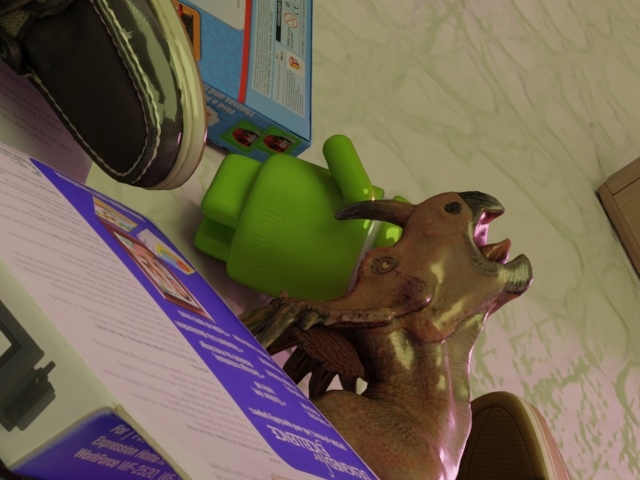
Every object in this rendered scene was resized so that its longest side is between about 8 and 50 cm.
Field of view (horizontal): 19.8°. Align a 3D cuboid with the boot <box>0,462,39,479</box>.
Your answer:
[{"bbox_3d":[-0.177,0.018,0.637,0.208,0.076,0.190,27,87,-21],"label":"boot"}]

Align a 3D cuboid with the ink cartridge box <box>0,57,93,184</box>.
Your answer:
[{"bbox_3d":[-0.194,-0.071,0.752,0.223,0.045,0.224,35,43,-22],"label":"ink cartridge box"}]

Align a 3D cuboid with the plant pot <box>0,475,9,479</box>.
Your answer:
[{"bbox_3d":[-0.108,0.179,0.479,0.247,0.248,0.252,35,6,-24],"label":"plant pot"}]

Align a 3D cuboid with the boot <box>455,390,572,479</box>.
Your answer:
[{"bbox_3d":[0.144,0.180,0.903,0.165,0.077,0.213,7,62,-44],"label":"boot"}]

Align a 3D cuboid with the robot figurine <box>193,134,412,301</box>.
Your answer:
[{"bbox_3d":[0.000,0.000,0.876,0.115,0.101,0.067,20,46,4],"label":"robot figurine"}]

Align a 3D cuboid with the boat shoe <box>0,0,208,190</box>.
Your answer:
[{"bbox_3d":[-0.126,-0.112,0.758,0.073,0.080,0.224,-14,68,-43],"label":"boat shoe"}]

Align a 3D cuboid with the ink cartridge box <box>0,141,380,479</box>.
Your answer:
[{"bbox_3d":[-0.058,0.045,0.600,0.208,0.045,0.206,44,6,28],"label":"ink cartridge box"}]

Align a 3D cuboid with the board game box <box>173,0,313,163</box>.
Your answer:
[{"bbox_3d":[-0.094,-0.145,0.929,0.211,0.039,0.160,28,44,-30],"label":"board game box"}]

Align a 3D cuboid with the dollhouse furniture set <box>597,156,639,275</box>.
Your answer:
[{"bbox_3d":[0.411,-0.044,1.220,0.394,0.256,0.362,-7,68,-50],"label":"dollhouse furniture set"}]

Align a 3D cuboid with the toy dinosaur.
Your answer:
[{"bbox_3d":[-0.027,0.102,0.752,0.295,0.127,0.200,-17,64,-35],"label":"toy dinosaur"}]
